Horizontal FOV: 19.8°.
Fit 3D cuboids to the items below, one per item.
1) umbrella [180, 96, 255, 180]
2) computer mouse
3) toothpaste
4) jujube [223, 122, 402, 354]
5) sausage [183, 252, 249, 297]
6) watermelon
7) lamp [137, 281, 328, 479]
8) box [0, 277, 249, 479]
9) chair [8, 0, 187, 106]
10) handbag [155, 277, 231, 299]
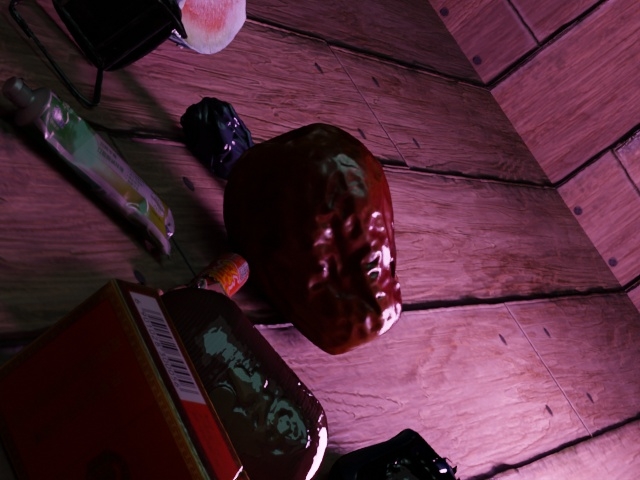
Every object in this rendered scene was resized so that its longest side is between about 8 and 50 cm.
[{"bbox_3d":[-0.072,-0.064,2.155,0.248,0.071,0.071,52,18,-12],"label":"umbrella"},{"bbox_3d":[0.095,0.262,1.918,0.137,0.096,0.233,56,19,9],"label":"computer mouse"},{"bbox_3d":[-0.227,-0.076,1.833,0.248,0.047,0.078,45,24,-32],"label":"toothpaste"},{"bbox_3d":[0.000,0.000,2.039,0.255,0.190,0.190,65,17,-5],"label":"jujube"},{"bbox_3d":[-0.102,0.042,1.918,0.050,0.048,0.145,16,15,8],"label":"sausage"},{"bbox_3d":[-0.155,-0.353,2.246,0.289,0.213,0.320,38,11,-43],"label":"watermelon"},{"bbox_3d":[-0.098,0.140,1.534,0.258,0.180,0.180,51,18,-10],"label":"lamp"},{"bbox_3d":[-0.148,0.169,1.392,0.074,0.153,0.240,28,30,-60],"label":"box"},{"bbox_3d":[-0.232,-0.266,2.027,0.145,0.140,0.221,52,13,-15],"label":"chair"},{"bbox_3d":[-0.113,0.115,1.735,0.157,0.059,0.212,56,17,6],"label":"handbag"}]
